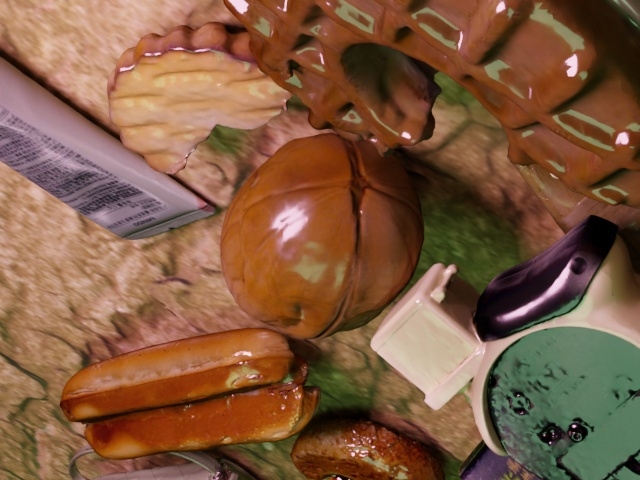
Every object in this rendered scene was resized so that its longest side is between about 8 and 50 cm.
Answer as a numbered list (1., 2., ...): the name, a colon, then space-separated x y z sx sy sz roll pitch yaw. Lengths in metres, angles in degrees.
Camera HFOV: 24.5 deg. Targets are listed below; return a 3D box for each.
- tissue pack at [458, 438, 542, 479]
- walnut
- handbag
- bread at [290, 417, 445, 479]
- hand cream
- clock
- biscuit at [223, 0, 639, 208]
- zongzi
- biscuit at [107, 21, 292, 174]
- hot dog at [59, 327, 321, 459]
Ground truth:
1. tissue pack: 0.247 0.234 1.482 0.173 0.073 0.235 48 148 16
2. walnut: 0.000 0.000 1.247 0.167 0.167 0.207 23 147 -9
3. handbag: -0.190 0.315 1.842 0.256 0.079 0.219 -14 127 37
4. bread: 0.057 0.261 1.671 0.193 0.064 0.193 17 148 11
5. hand cream: -0.250 -0.095 1.317 0.124 0.077 0.341 -19 140 39
6. clock: 0.230 0.028 1.110 0.276 0.120 0.379 37 122 -1
7. biscuit: 0.072 -0.147 0.961 0.366 0.115 0.268 14 153 47
8. zongzi: 0.261 -0.032 1.171 0.160 0.078 0.176 -20 123 33
9. biscuit: -0.103 -0.129 1.197 0.183 0.061 0.118 -20 130 38
10. hot dog: -0.149 0.162 1.588 0.337 0.100 0.135 -14 126 36
